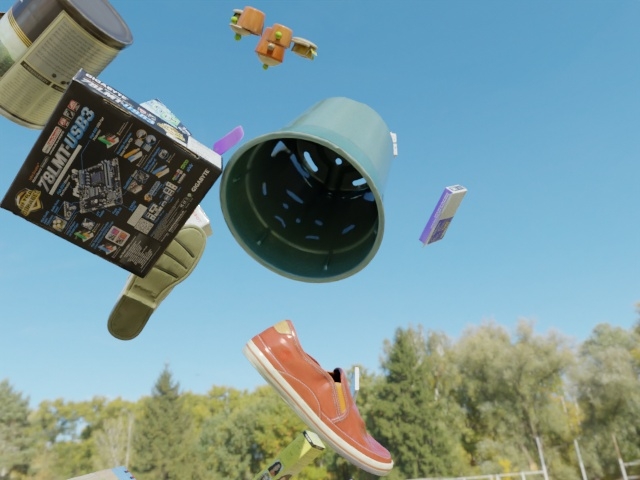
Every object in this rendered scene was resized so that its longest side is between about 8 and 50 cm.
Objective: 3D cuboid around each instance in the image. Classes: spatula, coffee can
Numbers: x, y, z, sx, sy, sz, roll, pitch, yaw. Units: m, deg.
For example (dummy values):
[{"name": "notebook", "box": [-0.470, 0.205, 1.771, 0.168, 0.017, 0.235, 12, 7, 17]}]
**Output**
[{"name": "spatula", "box": [-0.307, -0.187, 1.459, 0.030, 0.084, 0.296, 32, -72, -34]}, {"name": "coffee can", "box": [-0.560, -0.393, 1.131, 0.275, 0.201, 0.201, -38, -37, 15]}]

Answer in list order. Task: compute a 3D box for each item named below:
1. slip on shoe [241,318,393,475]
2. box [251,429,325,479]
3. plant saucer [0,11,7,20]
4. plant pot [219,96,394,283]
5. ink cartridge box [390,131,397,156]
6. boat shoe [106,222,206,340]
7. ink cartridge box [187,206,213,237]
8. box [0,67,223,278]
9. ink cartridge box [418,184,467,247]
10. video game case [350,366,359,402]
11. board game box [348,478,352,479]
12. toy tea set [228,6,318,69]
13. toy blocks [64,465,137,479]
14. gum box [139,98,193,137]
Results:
[{"name": "slip on shoe", "box": [0.015, 0.263, 0.903, 0.101, 0.331, 0.123, -43, 9, -10]}, {"name": "box", "box": [-0.099, 0.682, 1.660, 0.232, 0.058, 0.087, -44, -38, 0]}, {"name": "plant saucer", "box": [-0.903, -0.557, 1.529, 0.029, 0.168, 0.168, 28, -21, 16]}, {"name": "plant pot", "box": [0.008, -0.140, 1.196, 0.341, 0.334, 0.341, 10, -54, 15]}, {"name": "ink cartridge box", "box": [0.191, -0.281, 1.570, 0.048, 0.083, 0.028, 3, -16, -17]}, {"name": "boat shoe", "box": [-0.377, 0.079, 1.239, 0.113, 0.302, 0.103, 41, -4, -22]}, {"name": "ink cartridge box", "box": [-0.461, -0.041, 1.675, 0.212, 0.154, 0.093, -33, -19, -14]}, {"name": "box", "box": [-0.382, -0.108, 1.016, 0.293, 0.073, 0.295, 32, -69, -24]}, {"name": "ink cartridge box", "box": [0.409, -0.085, 1.855, 0.208, 0.045, 0.206, -16, -46, -59]}, {"name": "video game case", "box": [0.080, 0.393, 1.370, 0.011, 0.087, 0.122, 10, -66, 0]}, {"name": "board game box", "box": [0.062, 0.566, 0.890, 0.078, 0.233, 0.347, -21, -9, -1]}, {"name": "toy tea set", "box": [-0.167, -0.579, 1.611, 0.200, 0.124, 0.336, 28, 13, 31]}, {"name": "toy blocks", "box": [-0.457, 0.563, 0.993, 0.381, 0.191, 0.261, -50, -18, -4]}, {"name": "gum box", "box": [-0.470, -0.300, 1.492, 0.184, 0.157, 0.041, -37, -11, -44]}]
